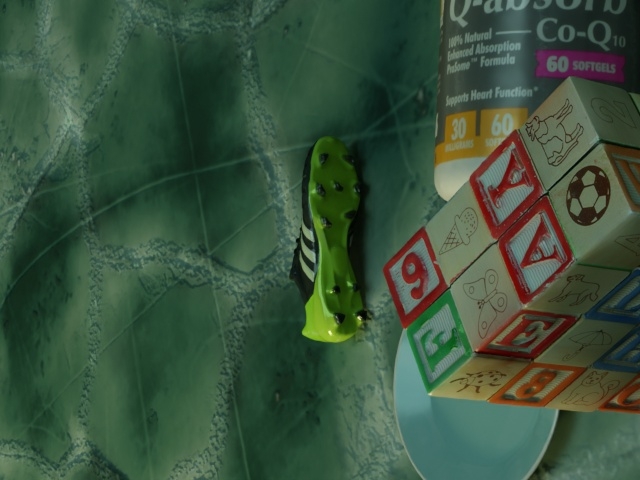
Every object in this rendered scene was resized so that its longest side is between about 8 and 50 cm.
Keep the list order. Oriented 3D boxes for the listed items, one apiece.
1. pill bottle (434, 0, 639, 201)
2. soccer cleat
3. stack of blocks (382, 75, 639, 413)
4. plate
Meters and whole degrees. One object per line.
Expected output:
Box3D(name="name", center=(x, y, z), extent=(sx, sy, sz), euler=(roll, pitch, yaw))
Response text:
Box3D(name="pill bottle", center=(0.162, -0.162, 1.109), extent=(0.162, 0.162, 0.279), euler=(-5, 81, 52))
Box3D(name="soccer cleat", center=(0.000, 0.000, 1.384), extent=(0.072, 0.060, 0.179), euler=(-12, 78, 53))
Box3D(name="stack of blocks", center=(0.208, 0.018, 0.909), extent=(0.171, 0.297, 0.087), euler=(-47, 48, 37))
Box3D(name="plate", center=(0.124, 0.110, 1.232), extent=(0.188, 0.024, 0.188), euler=(-11, 76, 51))
